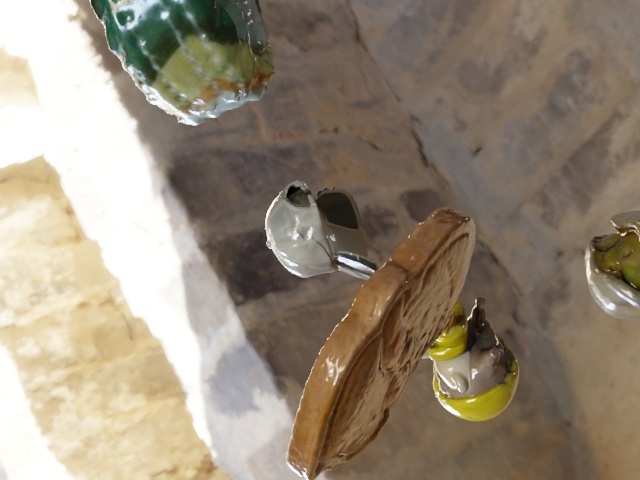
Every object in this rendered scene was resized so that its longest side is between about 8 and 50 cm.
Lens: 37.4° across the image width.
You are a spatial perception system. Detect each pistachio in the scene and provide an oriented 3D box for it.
[{"bbox_3d":[0.480,0.047,1.359,0.166,0.197,0.288,-57,170,20],"label":"pistachio"}]

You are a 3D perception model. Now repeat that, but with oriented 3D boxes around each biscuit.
[{"bbox_3d":[0.098,0.144,1.344,0.455,0.078,0.350,-51,154,-27],"label":"biscuit"}]

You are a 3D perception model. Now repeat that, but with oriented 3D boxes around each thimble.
[{"bbox_3d":[-0.182,-0.309,1.293,0.167,0.288,0.254,-21,-168,16],"label":"thimble"}]

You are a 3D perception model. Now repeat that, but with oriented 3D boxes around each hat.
[{"bbox_3d":[0.008,0.001,1.908,0.275,0.232,0.161,27,123,-34],"label":"hat"}]

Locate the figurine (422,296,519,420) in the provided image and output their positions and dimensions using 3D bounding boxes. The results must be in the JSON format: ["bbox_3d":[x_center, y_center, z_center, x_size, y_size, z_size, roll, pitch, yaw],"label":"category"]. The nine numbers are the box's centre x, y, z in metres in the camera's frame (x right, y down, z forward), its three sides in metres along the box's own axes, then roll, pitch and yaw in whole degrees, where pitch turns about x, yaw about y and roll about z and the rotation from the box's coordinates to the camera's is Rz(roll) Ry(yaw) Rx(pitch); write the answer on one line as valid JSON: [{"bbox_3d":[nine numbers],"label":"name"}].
[{"bbox_3d":[0.279,0.221,1.895,0.187,0.215,0.344,-15,137,20],"label":"figurine"}]
